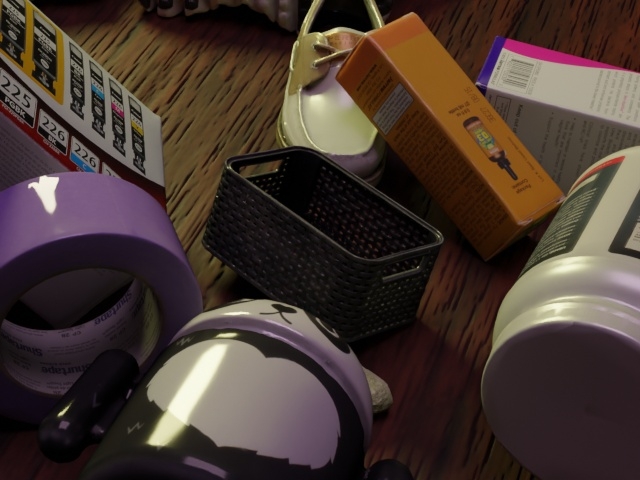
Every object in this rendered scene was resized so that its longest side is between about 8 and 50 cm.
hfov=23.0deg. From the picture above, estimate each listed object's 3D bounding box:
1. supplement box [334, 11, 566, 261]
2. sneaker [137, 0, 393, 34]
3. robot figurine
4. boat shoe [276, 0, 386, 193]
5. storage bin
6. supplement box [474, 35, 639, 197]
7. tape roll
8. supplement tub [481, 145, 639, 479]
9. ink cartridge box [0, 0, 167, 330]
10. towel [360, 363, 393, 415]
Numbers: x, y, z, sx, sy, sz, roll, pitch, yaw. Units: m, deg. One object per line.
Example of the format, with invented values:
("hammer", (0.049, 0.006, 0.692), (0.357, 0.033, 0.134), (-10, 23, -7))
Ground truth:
("supplement box", (0.120, -0.097, 1.474), (0.078, 0.080, 0.233), (-29, 74, -40))
("sneaker", (-0.061, -0.301, 1.758), (0.292, 0.110, 0.118), (10, 28, 0))
("robot figurine", (-0.065, 0.159, 1.082), (0.209, 0.173, 0.278), (52, 36, -16))
("boat shoe", (0.015, -0.166, 1.588), (0.113, 0.103, 0.302), (4, 37, -7))
("storage bin", (0.000, 0.000, 1.363), (0.180, 0.084, 0.122), (34, 30, 31))
("supplement box", (0.260, -0.107, 1.557), (0.220, 0.114, 0.111), (15, 36, 10))
("tape roll", (-0.189, 0.046, 1.195), (0.189, 0.189, 0.080), (-6, 39, -19))
("supplement tub", (0.252, 0.061, 1.268), (0.191, 0.191, 0.272), (21, 39, 15))
("ink cartridge box", (-0.278, -0.125, 1.310), (0.309, 0.130, 0.272), (43, 21, -33))
("towel", (-0.024, 0.108, 1.283), (0.110, 0.027, 0.148), (-25, 49, -36))
